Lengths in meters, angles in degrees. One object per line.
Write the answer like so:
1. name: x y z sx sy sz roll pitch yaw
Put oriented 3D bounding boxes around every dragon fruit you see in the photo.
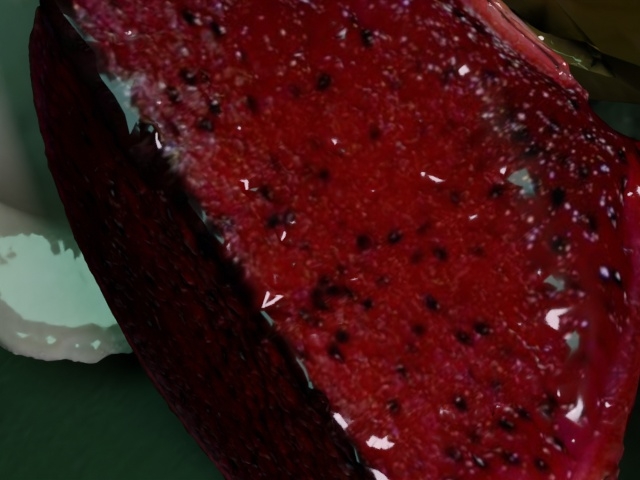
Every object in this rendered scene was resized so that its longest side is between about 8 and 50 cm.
1. dragon fruit: 0.000 0.000 0.528 0.189 0.163 0.261 -35 90 37

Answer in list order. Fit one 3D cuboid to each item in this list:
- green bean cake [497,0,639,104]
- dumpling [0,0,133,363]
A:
1. green bean cake: 0.105 -0.141 0.483 0.236 0.233 0.124 15 72 53
2. dumpling: -0.063 -0.092 0.632 0.227 0.243 0.175 8 26 11
